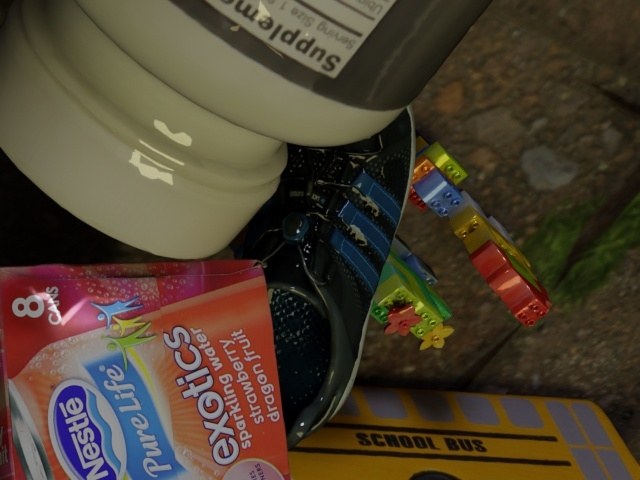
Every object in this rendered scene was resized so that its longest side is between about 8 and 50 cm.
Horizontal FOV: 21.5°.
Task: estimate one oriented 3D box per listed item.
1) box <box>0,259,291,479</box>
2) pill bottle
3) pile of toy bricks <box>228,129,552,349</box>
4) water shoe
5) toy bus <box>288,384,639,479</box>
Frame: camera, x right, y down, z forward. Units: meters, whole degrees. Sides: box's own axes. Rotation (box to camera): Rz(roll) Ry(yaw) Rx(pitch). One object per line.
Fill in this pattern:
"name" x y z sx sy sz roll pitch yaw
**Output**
"box" -0.117 0.101 0.782 0.122 0.128 0.257 -1 165 -24
"pill bottle" 0.001 -0.149 0.648 0.176 0.176 0.318 20 120 -38
"pile of toy bricks" 0.032 0.010 0.867 0.118 0.105 0.212 -39 135 13
"water shoe" 0.000 0.000 0.773 0.072 0.080 0.203 8 104 8
"toy bus" 0.093 0.166 1.028 0.332 0.130 0.108 6 127 -30
